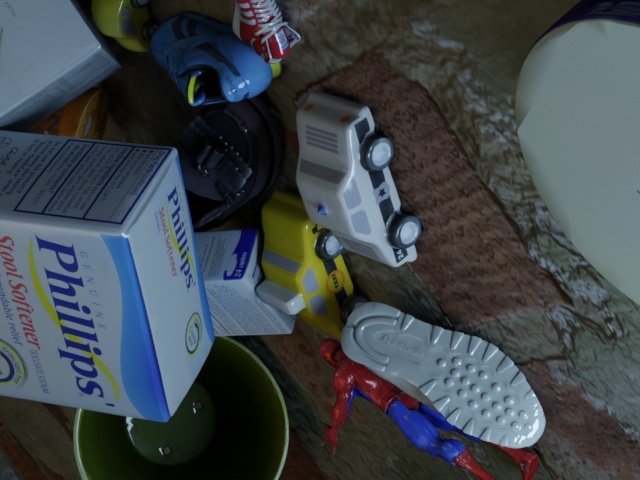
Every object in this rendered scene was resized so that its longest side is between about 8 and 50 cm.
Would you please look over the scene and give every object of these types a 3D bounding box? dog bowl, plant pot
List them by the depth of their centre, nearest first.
[{"bbox_3d":[0.262,-0.062,1.018,0.265,0.104,0.265,38,152,25],"label":"dog bowl"},{"bbox_3d":[-0.200,0.256,2.060,0.274,0.275,0.293,53,170,-3],"label":"plant pot"}]

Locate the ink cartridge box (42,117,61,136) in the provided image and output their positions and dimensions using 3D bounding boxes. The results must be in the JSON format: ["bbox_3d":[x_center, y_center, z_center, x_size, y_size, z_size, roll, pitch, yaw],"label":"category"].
[{"bbox_3d":[-0.317,-0.069,2.040,0.179,0.045,0.145,54,155,0],"label":"ink cartridge box"}]

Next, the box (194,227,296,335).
[{"bbox_3d":[-0.110,0.050,1.721,0.137,0.072,0.126,-4,146,27],"label":"box"}]

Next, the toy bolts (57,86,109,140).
[{"bbox_3d":[-0.251,-0.049,1.809,0.159,0.228,0.218,18,124,9],"label":"toy bolts"}]

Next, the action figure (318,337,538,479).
[{"bbox_3d":[0.099,0.212,1.660,0.280,0.091,0.139,37,142,28],"label":"action figure"}]

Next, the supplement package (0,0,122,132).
[{"bbox_3d":[-0.338,-0.237,1.637,0.194,0.149,0.203,56,179,-1],"label":"supplement package"}]

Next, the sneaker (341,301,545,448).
[{"bbox_3d":[0.134,0.140,1.543,0.235,0.090,0.095,32,172,28],"label":"sneaker"}]

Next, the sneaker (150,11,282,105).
[{"bbox_3d":[-0.129,-0.181,1.538,0.209,0.082,0.069,20,142,50],"label":"sneaker"}]

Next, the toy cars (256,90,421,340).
[{"bbox_3d":[0.000,0.000,1.553,0.176,0.087,0.393,46,154,11],"label":"toy cars"}]

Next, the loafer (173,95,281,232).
[{"bbox_3d":[-0.124,-0.067,1.659,0.109,0.095,0.302,49,155,5],"label":"loafer"}]

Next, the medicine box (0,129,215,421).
[{"bbox_3d":[-0.283,0.034,1.607,0.289,0.149,0.263,7,130,19],"label":"medicine box"}]

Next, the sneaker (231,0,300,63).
[{"bbox_3d":[-0.052,-0.212,1.411,0.067,0.042,0.118,46,162,20],"label":"sneaker"}]

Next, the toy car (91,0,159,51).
[{"bbox_3d":[-0.225,-0.306,1.559,0.239,0.053,0.225,56,155,-10],"label":"toy car"}]
